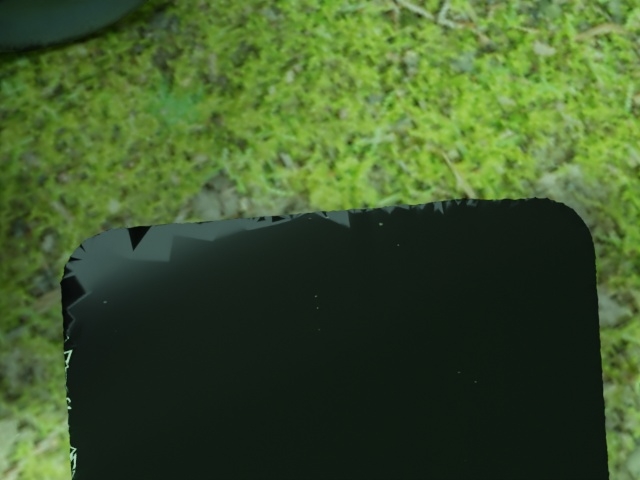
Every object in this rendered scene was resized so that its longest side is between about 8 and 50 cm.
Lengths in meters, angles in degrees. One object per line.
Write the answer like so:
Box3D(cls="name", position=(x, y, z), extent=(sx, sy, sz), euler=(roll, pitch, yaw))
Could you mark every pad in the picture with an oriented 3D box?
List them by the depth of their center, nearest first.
Box3D(cls="pad", position=(0.003, -0.008, 0.494), extent=(0.250, 0.055, 0.323), euler=(-4, 71, -8))

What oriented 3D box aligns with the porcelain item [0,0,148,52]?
Box3D(cls="porcelain item", position=(-0.147, -0.174, 0.487), extent=(0.147, 0.147, 0.114), euler=(-19, 73, -13))
